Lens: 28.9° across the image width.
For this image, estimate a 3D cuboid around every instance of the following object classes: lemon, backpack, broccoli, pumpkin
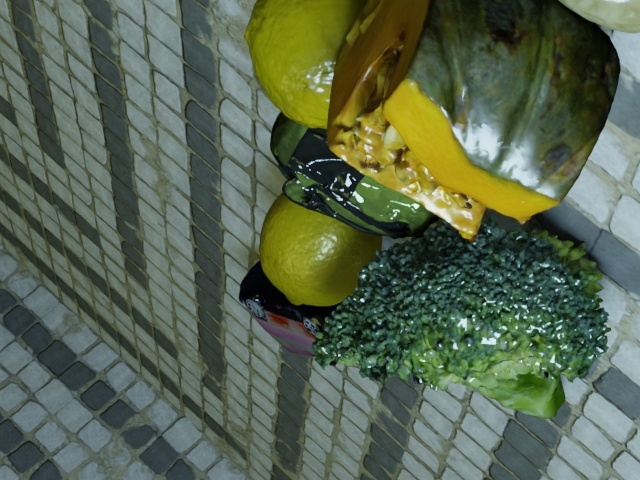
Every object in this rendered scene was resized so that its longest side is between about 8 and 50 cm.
[{"bbox_3d":[0.000,0.000,1.869,0.187,0.187,0.244,40,123,17],"label":"lemon"},{"bbox_3d":[0.047,-0.089,1.648,0.253,0.140,0.207,32,-170,-8],"label":"backpack"},{"bbox_3d":[0.009,-0.237,1.479,0.192,0.192,0.231,123,131,-65],"label":"lemon"},{"bbox_3d":[0.242,0.126,1.597,0.397,0.275,0.353,30,170,-24],"label":"broccoli"},{"bbox_3d":[0.151,-0.153,1.266,0.225,0.256,0.303,27,159,-17],"label":"pumpkin"}]

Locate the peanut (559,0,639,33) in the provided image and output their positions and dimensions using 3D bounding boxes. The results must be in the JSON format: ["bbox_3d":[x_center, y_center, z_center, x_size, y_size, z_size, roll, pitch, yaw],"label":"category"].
[{"bbox_3d":[0.233,-0.305,1.130,0.274,0.111,0.125,50,145,-13],"label":"peanut"}]

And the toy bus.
[{"bbox_3d":[-0.009,0.119,2.115,0.302,0.127,0.147,10,139,54],"label":"toy bus"}]
